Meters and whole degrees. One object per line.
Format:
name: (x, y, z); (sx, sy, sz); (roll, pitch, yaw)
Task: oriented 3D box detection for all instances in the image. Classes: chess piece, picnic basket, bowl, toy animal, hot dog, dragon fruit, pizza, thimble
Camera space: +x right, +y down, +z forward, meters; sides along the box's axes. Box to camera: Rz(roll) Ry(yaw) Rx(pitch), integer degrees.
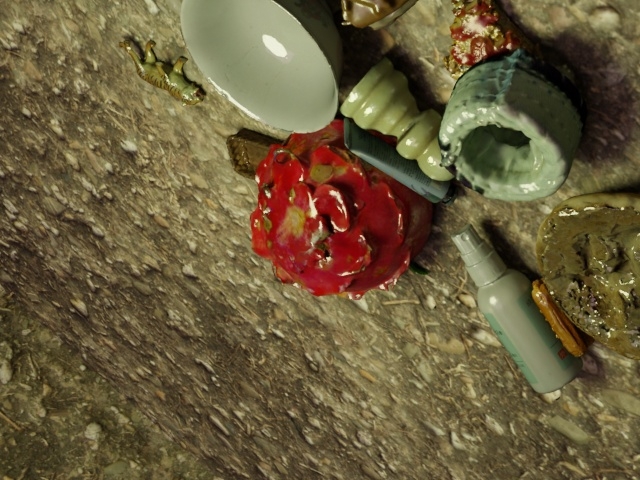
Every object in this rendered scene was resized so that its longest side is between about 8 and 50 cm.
chess piece: (0.163, -0.206, 1.934); (0.243, 0.133, 0.133); (40, 145, 0)
picnic basket: (-0.113, -0.173, 2.305); (0.193, 0.055, 0.110); (20, 138, 33)
bowl: (-0.074, -0.372, 1.960); (0.345, 0.157, 0.346); (27, 150, 17)
toy animal: (0.126, 0.016, 2.250); (0.217, 0.041, 0.075); (41, 143, 2)
hot dog: (0.447, 0.138, 1.997); (0.165, 0.071, 0.045); (54, 142, -8)
dragon fruit: (0.015, -0.039, 2.105); (0.371, 0.249, 0.386); (45, 129, 2)
toy animal: (-0.354, -0.371, 2.368); (0.241, 0.057, 0.099); (28, 141, 25)
pizza: (0.255, -0.340, 1.749); (0.188, 0.062, 0.199); (-5, 119, 46)
thimble: (0.306, -0.183, 1.730); (0.237, 0.150, 0.237); (15, 147, 10)

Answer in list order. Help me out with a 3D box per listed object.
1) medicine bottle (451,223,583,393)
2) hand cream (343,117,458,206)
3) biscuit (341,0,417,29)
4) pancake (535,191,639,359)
medicine bottle: (0.361, 0.122, 2.039); (0.352, 0.110, 0.110); (55, 144, -10)
hand cream: (0.146, -0.141, 1.981); (0.256, 0.088, 0.055); (30, 128, -23)
biscuit: (0.054, -0.530, 1.665); (0.268, 0.115, 0.366); (-37, 91, 27)
pancake: (0.538, 0.067, 1.821); (0.386, 0.082, 0.387); (28, 145, 21)
